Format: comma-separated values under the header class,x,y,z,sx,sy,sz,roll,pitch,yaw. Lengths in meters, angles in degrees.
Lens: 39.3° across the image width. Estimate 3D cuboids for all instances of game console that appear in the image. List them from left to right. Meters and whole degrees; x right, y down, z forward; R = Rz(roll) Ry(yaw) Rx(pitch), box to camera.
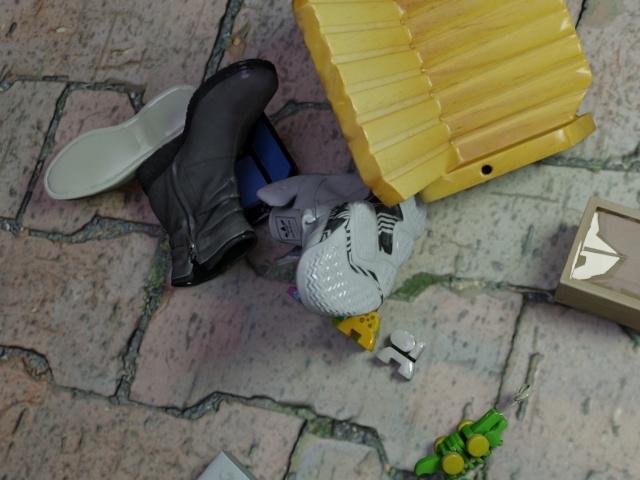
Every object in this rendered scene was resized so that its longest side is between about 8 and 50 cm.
class,x,y,z,sx,sy,sz,roll,pitch,yaw
game console,-0.108,-0.111,1.383,0.124,0.085,0.144,-30,64,-1

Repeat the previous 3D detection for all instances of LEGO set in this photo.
class,x,y,z,sx,sy,sz,roll,pitch,yaw
LEGO set,0.054,0.089,1.257,0.227,0.087,0.093,34,85,25

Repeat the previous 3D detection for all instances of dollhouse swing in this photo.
class,x,y,z,sx,sy,sz,roll,pitch,yaw
dollhouse swing,0.175,-0.243,1.141,0.315,0.305,0.346,-21,94,12

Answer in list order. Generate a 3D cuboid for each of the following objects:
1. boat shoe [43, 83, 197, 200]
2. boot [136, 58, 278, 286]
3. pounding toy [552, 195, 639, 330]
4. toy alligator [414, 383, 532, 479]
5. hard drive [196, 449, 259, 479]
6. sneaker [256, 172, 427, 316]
class,x,y,z,sx,sy,sz,roll,pitch,yaw
boat shoe,-0.307,-0.145,1.464,0.305,0.091,0.109,-28,73,9
boot,-0.137,-0.089,1.330,0.338,0.118,0.222,-46,58,39
pounding toy,0.431,0.022,1.153,0.206,0.094,0.181,20,74,15
toy alligator,0.209,0.260,1.165,0.190,0.056,0.051,-36,106,3
hard drive,-0.162,0.472,1.222,0.203,0.040,0.307,38,87,26
sneaker,0.000,0.000,1.202,0.210,0.366,0.137,-5,111,26
